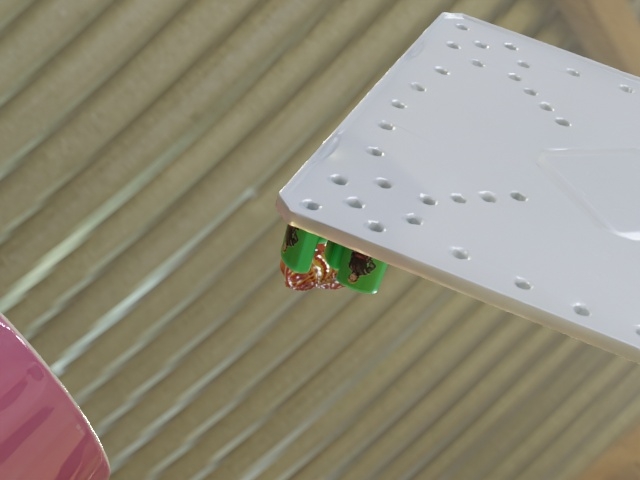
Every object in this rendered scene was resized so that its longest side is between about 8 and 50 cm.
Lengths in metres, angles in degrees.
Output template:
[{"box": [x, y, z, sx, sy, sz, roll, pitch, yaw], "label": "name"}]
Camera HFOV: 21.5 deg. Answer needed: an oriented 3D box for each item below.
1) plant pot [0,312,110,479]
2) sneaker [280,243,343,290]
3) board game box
[{"box": [-0.196, 0.111, 0.701, 0.180, 0.201, 0.201, -40, -41, -21], "label": "plant pot"}, {"box": [0.000, 0.000, 1.258, 0.064, 0.067, 0.175, -21, -7, 7], "label": "sneaker"}, {"box": [0.207, -0.014, 1.147, 0.390, 0.390, 0.050, -52, -20, -57], "label": "board game box"}]
